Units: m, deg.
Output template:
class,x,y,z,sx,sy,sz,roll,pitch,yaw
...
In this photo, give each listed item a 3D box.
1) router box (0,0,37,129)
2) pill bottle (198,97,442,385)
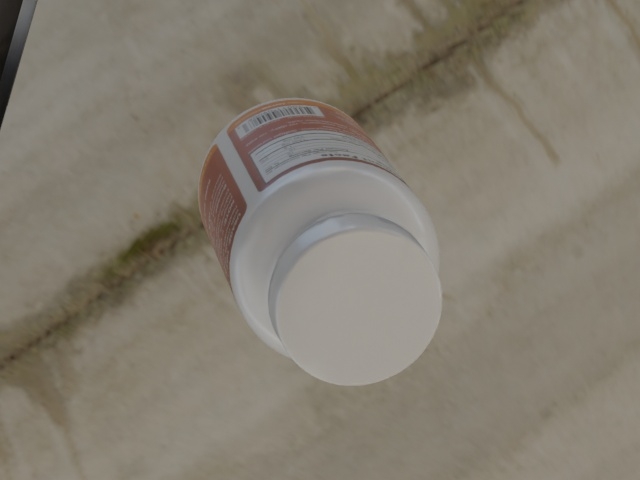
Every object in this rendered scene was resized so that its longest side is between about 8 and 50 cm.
class,x,y,z,sx,sy,sz,roll,pitch,yaw
router box,-0.287,-0.169,0.978,0.081,0.242,0.309,33,-74,61
pill bottle,0.000,0.000,0.989,0.121,0.216,0.121,-4,-69,-11
